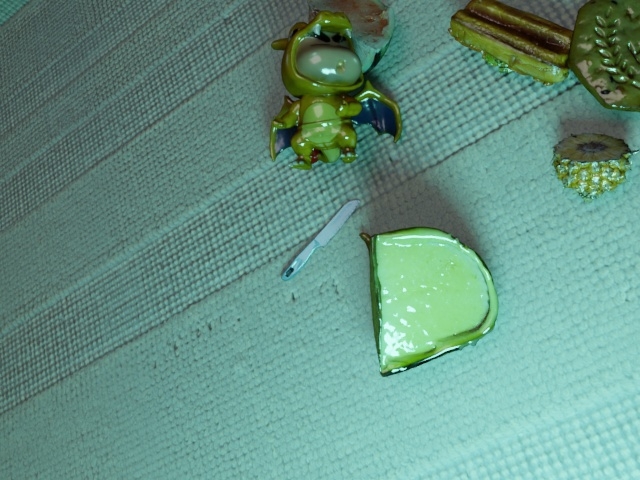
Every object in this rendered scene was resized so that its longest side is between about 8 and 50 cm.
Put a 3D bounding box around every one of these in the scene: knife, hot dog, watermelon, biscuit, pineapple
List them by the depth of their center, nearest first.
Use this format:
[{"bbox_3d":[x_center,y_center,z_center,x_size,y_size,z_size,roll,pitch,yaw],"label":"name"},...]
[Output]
[{"bbox_3d":[0.604,-0.146,1.476,0.176,0.137,0.161,18,41,39],"label":"pineapple"},{"bbox_3d":[0.740,-0.444,1.480,0.359,0.046,0.359,-3,76,14],"label":"biscuit"},{"bbox_3d":[0.484,-0.491,1.650,0.348,0.117,0.158,33,65,27],"label":"hot dog"},{"bbox_3d":[0.000,0.000,1.840,0.313,0.019,0.044,-49,64,8],"label":"knife"},{"bbox_3d":[0.098,-0.584,1.873,0.305,0.180,0.224,43,113,31],"label":"watermelon"}]

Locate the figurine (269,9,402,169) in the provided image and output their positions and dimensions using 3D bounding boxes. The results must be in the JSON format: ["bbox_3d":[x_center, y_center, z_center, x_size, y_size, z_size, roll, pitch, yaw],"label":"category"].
[{"bbox_3d":[-0.018,-0.387,1.801,0.400,0.268,0.387,-8,87,32],"label":"figurine"}]

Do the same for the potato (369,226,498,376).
[{"bbox_3d":[0.258,0.126,1.556,0.280,0.213,0.330,-5,93,4],"label":"potato"}]

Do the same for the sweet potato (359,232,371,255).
[{"bbox_3d":[0.152,0.044,1.720,0.044,0.044,0.179,-47,50,9],"label":"sweet potato"}]
